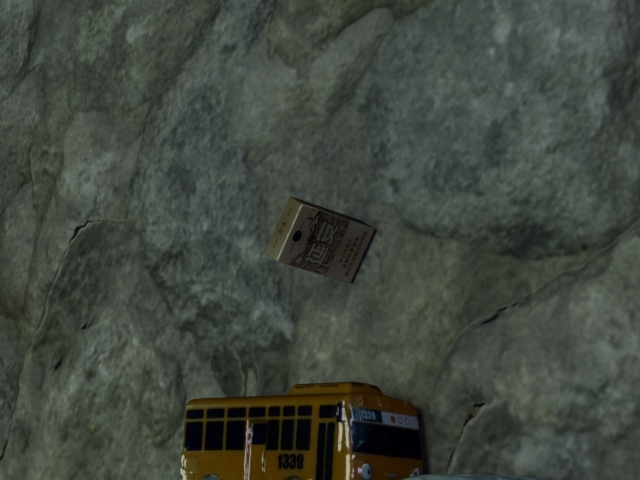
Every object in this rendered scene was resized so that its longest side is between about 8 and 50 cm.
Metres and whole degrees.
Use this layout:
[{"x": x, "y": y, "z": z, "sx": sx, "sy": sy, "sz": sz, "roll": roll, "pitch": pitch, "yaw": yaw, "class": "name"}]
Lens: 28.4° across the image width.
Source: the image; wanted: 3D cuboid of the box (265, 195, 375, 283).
[{"x": 0.000, "y": 0.000, "z": 1.053, "sx": 0.024, "sy": 0.083, "sz": 0.053, "roll": 33, "pitch": 103, "yaw": 49, "class": "box"}]

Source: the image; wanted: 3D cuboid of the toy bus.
[{"x": -0.015, "y": 0.173, "z": 1.014, "sx": 0.201, "sy": 0.098, "sz": 0.114, "roll": -9, "pitch": 73, "yaw": 43, "class": "toy bus"}]

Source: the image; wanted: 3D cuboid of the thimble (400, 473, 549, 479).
[{"x": 0.097, "y": 0.254, "z": 0.855, "sx": 0.211, "sy": 0.149, "sz": 0.185, "roll": -19, "pitch": 69, "yaw": 39, "class": "thimble"}]
